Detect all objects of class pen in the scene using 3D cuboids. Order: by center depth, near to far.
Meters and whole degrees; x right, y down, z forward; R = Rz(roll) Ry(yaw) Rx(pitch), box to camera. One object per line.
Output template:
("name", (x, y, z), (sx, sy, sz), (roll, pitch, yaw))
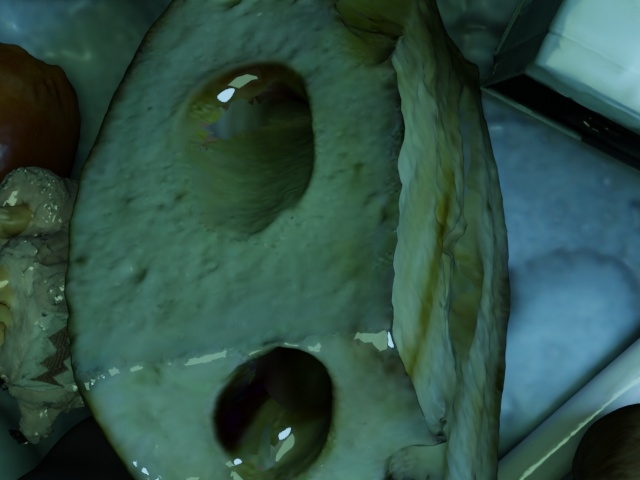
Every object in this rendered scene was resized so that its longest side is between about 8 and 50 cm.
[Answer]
("pen", (0.138, 0.094, 0.782), (0.269, 0.033, 0.033), (-42, 93, 1))

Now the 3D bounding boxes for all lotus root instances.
("lotus root", (-0.006, -0.001, 0.669), (0.142, 0.314, 0.210), (-12, 127, 19))

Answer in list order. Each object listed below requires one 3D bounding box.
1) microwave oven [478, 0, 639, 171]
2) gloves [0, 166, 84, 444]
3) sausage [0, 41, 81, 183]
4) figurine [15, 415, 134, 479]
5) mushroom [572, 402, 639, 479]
("microwave oven", (0.258, -0.099, 0.701), (0.295, 0.181, 0.238), (27, 90, -3))
("gloves", (-0.110, 0.021, 0.714), (0.094, 0.144, 0.110), (23, 136, 21))
("sausage", (-0.205, 0.042, 0.746), (0.089, 0.083, 0.300), (23, 91, 2))
("figurine", (-0.040, 0.249, 0.706), (0.206, 0.218, 0.365), (-34, 97, -30))
("mushroom", (0.152, 0.215, 0.686), (0.146, 0.278, 0.278), (-1, 93, 11))
